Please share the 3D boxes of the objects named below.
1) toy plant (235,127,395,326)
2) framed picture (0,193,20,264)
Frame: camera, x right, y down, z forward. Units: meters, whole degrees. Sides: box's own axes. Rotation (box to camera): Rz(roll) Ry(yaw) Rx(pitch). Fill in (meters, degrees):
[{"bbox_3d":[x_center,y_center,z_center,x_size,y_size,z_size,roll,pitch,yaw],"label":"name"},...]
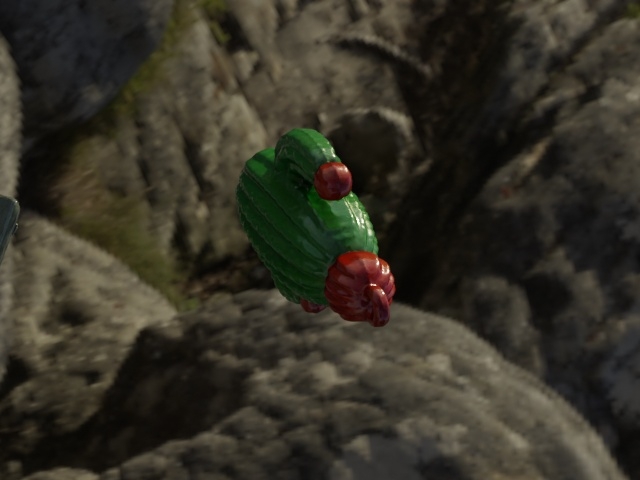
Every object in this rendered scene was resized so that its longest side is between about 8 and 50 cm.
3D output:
[{"bbox_3d":[-0.004,-0.013,1.337,0.088,0.240,0.154,-12,95,-17],"label":"toy plant"},{"bbox_3d":[-0.299,0.060,0.983,0.019,0.296,0.232,24,84,-49],"label":"framed picture"}]
